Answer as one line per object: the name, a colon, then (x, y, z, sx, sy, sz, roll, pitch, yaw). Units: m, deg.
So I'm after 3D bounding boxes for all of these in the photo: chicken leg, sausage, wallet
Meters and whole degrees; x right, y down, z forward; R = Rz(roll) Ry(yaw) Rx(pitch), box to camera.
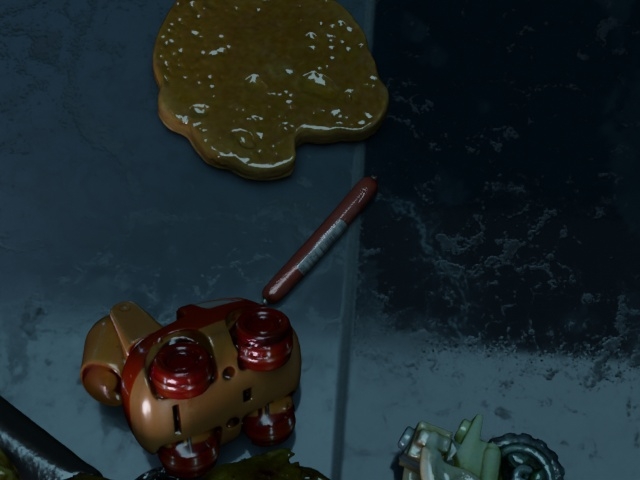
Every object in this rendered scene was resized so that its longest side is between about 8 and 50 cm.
chicken leg: (-0.140, 0.328, 1.765, 0.361, 0.211, 0.140, 5, 61, -6)
sausage: (0.000, 0.000, 2.042, 0.034, 0.034, 0.253, 39, 74, 12)
wallet: (-0.418, 0.299, 1.928, 0.250, 0.044, 0.149, 36, 78, 11)

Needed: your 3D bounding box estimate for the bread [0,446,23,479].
bread: (-0.346, 0.388, 1.790, 0.077, 0.084, 0.367, -1, 41, -45)

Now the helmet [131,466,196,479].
helmet: (-0.210, 0.347, 1.898, 0.123, 0.070, 0.098, -35, 84, -8)

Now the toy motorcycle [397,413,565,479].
toy motorcycle: (0.142, 0.401, 1.839, 0.237, 0.168, 0.410, 30, 68, 3)

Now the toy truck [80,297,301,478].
toy truck: (-0.170, 0.160, 1.910, 0.265, 0.189, 0.239, -19, 37, -26)

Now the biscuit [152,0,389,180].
biscuit: (-0.080, -0.241, 2.112, 0.351, 0.057, 0.312, 43, 76, 14)
